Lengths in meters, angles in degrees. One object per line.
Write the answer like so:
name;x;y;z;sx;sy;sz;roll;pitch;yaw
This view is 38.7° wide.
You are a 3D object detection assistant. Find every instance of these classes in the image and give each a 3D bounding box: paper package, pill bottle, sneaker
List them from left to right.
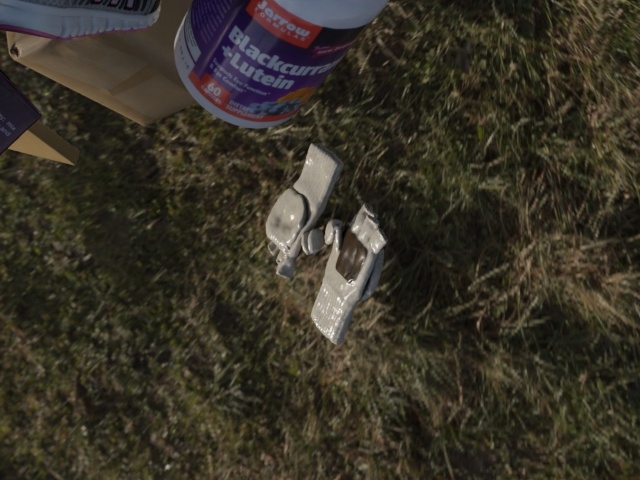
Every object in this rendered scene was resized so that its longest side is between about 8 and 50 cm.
sneaker;-0.150;-0.178;0.596;0.063;0.170;0.074;18;113;14
paper package;-0.319;-0.377;1.406;0.168;0.325;0.309;-21;68;23
pill bottle;-0.017;-0.165;0.601;0.108;0.108;0.193;42;144;-4

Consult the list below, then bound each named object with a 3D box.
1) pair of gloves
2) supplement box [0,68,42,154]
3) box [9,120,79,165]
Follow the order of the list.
pair of gloves;0.000;0.000;1.296;0.240;0.042;0.204;54;127;38
supplement box;-0.270;-0.048;0.540;0.188;0.104;0.081;-45;126;-5
box;-0.374;-0.142;0.976;0.164;0.201;0.021;15;76;20
